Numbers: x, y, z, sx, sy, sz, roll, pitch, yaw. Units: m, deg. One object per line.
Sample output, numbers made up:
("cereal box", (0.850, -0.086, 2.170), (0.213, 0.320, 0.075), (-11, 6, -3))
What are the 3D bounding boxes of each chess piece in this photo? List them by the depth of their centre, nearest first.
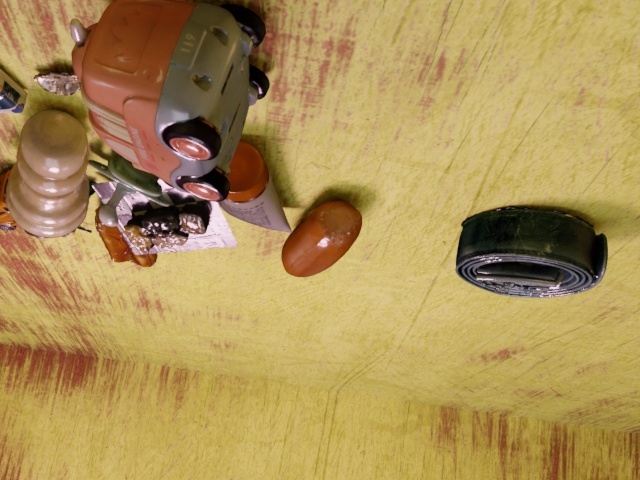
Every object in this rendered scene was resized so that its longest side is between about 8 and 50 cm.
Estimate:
("chess piece", (-0.423, -0.114, 1.477), (0.142, 0.143, 0.261), (13, 155, -16))

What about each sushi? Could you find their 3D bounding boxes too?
("sushi", (-0.279, -0.026, 1.655), (0.215, 0.050, 0.192), (-5, 137, 16))

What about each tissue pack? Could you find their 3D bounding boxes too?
("tissue pack", (-0.465, -0.214, 1.322), (0.062, 0.042, 0.083), (5, 161, 15))

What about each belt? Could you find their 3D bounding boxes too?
("belt", (0.363, 0.029, 1.601), (0.267, 0.116, 0.206), (-5, 153, 39))

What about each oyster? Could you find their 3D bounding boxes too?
("oyster", (-0.355, -0.223, 1.291), (0.083, 0.019, 0.054), (-3, 157, 35))

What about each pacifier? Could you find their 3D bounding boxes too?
("pacifier", (-0.325, -0.074, 1.540), (0.150, 0.116, 0.127), (30, 180, -27))

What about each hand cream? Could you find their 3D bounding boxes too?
("hand cream", (-0.116, -0.069, 1.542), (0.139, 0.089, 0.314), (21, 165, 4))

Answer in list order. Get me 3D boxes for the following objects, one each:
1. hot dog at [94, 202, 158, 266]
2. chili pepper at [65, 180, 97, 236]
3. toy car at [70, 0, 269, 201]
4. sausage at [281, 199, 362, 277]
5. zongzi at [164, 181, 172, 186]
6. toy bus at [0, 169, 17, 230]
("hot dog", (-0.384, -0.010, 1.837), (0.115, 0.072, 0.269), (7, 160, -3))
("chili pepper", (-0.491, -0.053, 1.773), (0.122, 0.065, 0.279), (-8, 172, -18))
("toy car", (-0.190, -0.180, 1.133), (0.212, 0.180, 0.270), (17, 161, 6))
("sausage", (-0.001, 0.000, 1.678), (0.105, 0.105, 0.274), (12, 161, -12))
("zongzi", (-0.257, -0.120, 1.522), (0.113, 0.052, 0.104), (6, 158, 48))
("toy bus", (-0.559, -0.077, 1.693), (0.088, 0.083, 0.194), (22, 157, -40))
